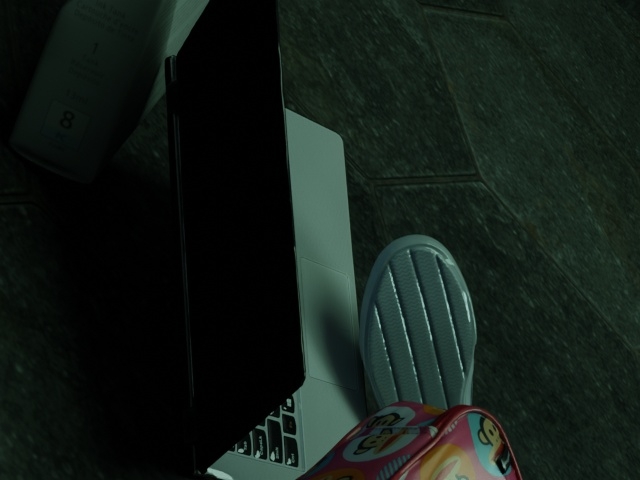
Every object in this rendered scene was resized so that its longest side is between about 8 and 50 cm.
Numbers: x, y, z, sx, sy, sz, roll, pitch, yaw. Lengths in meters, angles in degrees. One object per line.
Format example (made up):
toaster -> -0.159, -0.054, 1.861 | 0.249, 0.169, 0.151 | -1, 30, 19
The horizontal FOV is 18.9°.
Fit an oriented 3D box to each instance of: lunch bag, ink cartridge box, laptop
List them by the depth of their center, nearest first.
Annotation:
lunch bag -> 0.055, 0.289, 1.462 | 0.293, 0.120, 0.258 | -38, 114, -38
laptop -> 0.000, 0.000, 1.616 | 0.408, 0.236, 0.382 | 22, 57, -51
ink cartridge box -> -0.131, -0.275, 1.691 | 0.091, 0.385, 0.308 | 25, 27, 1

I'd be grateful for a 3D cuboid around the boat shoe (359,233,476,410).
boat shoe -> 0.091, 0.130, 1.806 | 0.094, 0.109, 0.302 | -111, -166, -68
